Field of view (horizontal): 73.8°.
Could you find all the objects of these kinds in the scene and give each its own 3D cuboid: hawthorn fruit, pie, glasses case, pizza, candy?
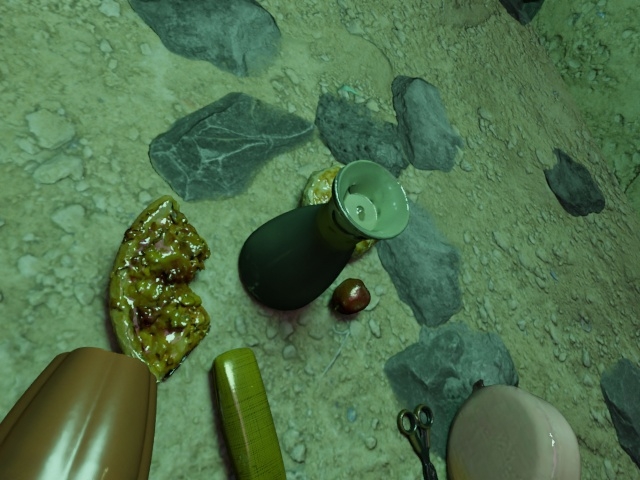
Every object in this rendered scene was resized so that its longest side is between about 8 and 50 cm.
[{"bbox_3d":[0.060,0.113,0.844,0.077,0.077,0.077,12,63,-26],"label":"hawthorn fruit"},{"bbox_3d":[0.050,-0.065,0.905,0.205,0.084,0.178,41,56,-12],"label":"pie"},{"bbox_3d":[-0.114,0.287,0.663,0.079,0.064,0.234,-8,74,-35],"label":"glasses case"},{"bbox_3d":[-0.243,0.068,0.670,0.162,0.086,0.305,7,67,-30],"label":"pizza"},{"bbox_3d":[0.345,0.388,0.789,0.095,0.255,0.255,28,58,-18],"label":"candy"}]

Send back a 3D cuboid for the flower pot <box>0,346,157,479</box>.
[{"bbox_3d":[-0.288,0.235,0.519,0.191,0.190,0.173,24,47,-20],"label":"flower pot"}]

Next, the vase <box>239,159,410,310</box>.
[{"bbox_3d":[0.000,0.000,0.698,0.174,0.321,0.173,12,64,-27],"label":"vase"}]

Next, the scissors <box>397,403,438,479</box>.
[{"bbox_3d":[0.208,0.435,0.823,0.088,0.017,0.220,-2,71,-32],"label":"scissors"}]
